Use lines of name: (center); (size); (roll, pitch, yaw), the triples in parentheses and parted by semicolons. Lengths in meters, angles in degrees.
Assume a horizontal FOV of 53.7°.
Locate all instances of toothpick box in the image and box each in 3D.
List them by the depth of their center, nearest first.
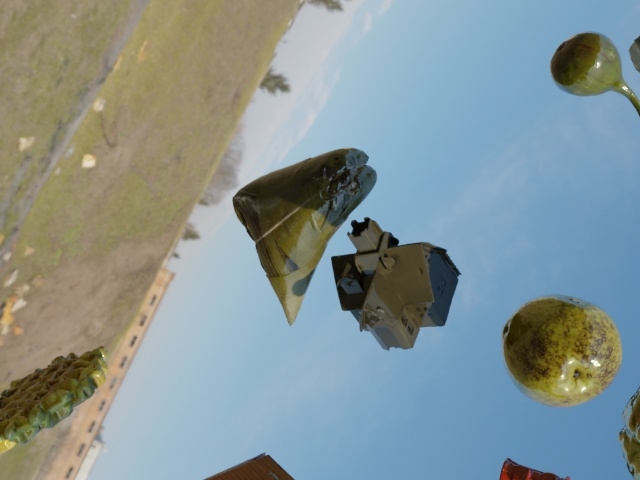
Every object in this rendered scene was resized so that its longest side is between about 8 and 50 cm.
toothpick box: (0.273, 0.309, 0.799); (0.083, 0.047, 0.047); (7, -116, 32)

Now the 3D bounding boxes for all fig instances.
fig: (0.550, -0.301, 1.203); (0.124, 0.236, 0.124); (-55, -177, 4)

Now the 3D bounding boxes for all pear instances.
pear: (0.405, 0.187, 1.072); (0.197, 0.197, 0.197); (-58, -166, 23)

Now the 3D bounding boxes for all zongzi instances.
zongzi: (0.000, 0.000, 1.167); (0.274, 0.299, 0.145); (-15, -176, 36)

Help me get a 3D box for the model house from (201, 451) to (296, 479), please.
model house: (-0.122, 0.332, 0.684); (0.135, 0.220, 0.207); (60, -38, 27)

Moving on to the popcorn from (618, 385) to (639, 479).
popcorn: (0.407, 0.160, 0.550); (0.276, 0.277, 0.225); (-133, -125, -77)

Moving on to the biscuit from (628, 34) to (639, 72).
biscuit: (0.135, -0.050, 0.113); (0.079, 0.185, 0.309); (-30, 161, 13)

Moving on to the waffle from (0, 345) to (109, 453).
waffle: (-0.529, 0.300, 1.174); (0.310, 0.065, 0.283); (-32, -164, -36)

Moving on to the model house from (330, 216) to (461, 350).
model house: (0.121, 0.072, 1.232); (0.212, 0.243, 0.204); (-11, -141, 34)
